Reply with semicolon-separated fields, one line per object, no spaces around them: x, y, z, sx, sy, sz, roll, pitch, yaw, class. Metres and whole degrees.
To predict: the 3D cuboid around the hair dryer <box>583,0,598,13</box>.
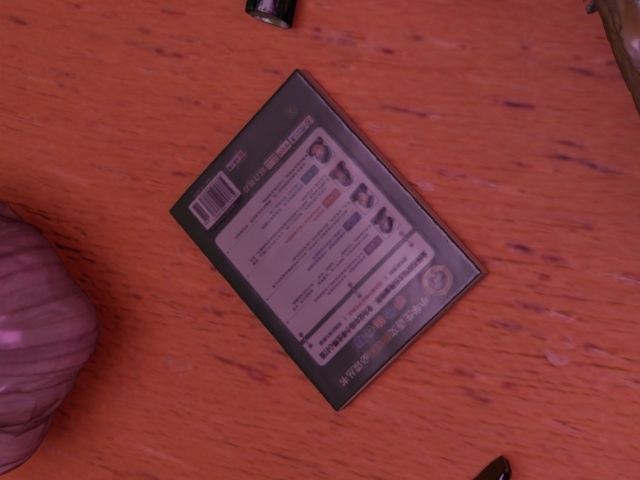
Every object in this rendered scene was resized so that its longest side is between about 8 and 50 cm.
0.183;-0.255;0.944;0.206;0.075;0.237;-26;49;27;hair dryer

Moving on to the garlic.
-0.388;0.089;1.158;0.318;0.259;0.317;1;94;18;garlic

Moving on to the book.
0.000;0.000;1.113;0.202;0.027;0.264;-46;76;18;book

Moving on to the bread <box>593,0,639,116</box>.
0.374;-0.084;0.811;0.395;0.239;0.264;9;129;21;bread

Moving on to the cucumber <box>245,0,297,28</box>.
-0.040;-0.255;1.099;0.048;0.048;0.105;14;97;21;cucumber

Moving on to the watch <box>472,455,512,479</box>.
0.128;0.345;1.063;0.165;0.102;0.268;43;100;7;watch
